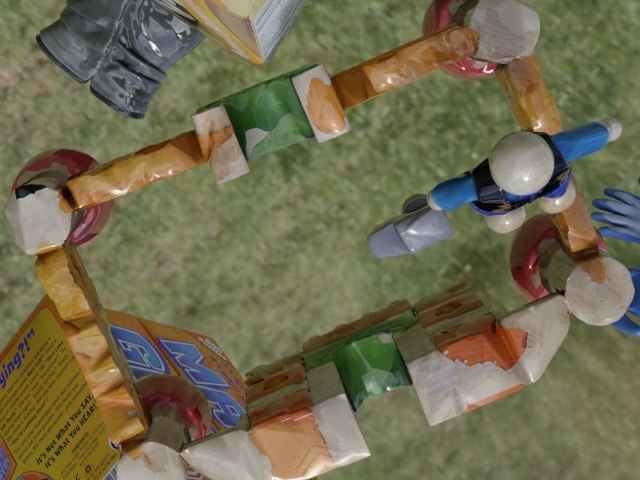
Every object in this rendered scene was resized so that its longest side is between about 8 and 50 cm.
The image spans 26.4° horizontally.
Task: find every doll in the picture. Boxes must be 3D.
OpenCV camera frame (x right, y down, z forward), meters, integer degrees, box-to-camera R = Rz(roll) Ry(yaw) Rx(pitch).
[{"bbox_3d":[0.130,-0.043,0.859,0.129,0.046,0.189,-23,172,9],"label":"doll"}]

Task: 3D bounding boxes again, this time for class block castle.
[{"bbox_3d":[0.000,0.000,1.111,0.453,0.303,0.213,-22,-171,0],"label":"block castle"}]

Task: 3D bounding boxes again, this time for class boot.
[{"bbox_3d":[-0.224,-0.241,1.305,0.161,0.246,0.083,-43,-174,19],"label":"boot"}]

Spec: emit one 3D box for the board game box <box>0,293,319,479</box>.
[{"bbox_3d":[-0.279,0.348,1.899,0.356,0.356,0.356,-51,144,14],"label":"board game box"}]

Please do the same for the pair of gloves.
[{"bbox_3d":[0.387,0.016,1.664,0.023,0.159,0.198,38,72,-57],"label":"pair of gloves"}]

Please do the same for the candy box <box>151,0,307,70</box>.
[{"bbox_3d":[-0.104,-0.229,0.960,0.087,0.183,0.316,-57,177,-2],"label":"candy box"}]
